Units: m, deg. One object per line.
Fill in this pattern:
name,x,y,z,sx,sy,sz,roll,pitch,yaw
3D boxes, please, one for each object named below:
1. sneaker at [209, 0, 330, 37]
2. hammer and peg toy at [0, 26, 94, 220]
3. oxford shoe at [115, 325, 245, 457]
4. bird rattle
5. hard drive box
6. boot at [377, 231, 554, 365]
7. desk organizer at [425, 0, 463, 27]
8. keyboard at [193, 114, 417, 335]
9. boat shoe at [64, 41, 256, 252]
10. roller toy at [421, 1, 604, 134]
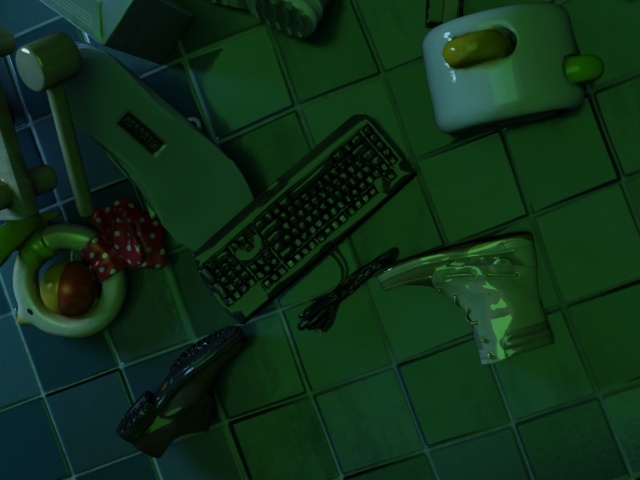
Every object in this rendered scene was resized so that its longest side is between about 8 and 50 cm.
sneaker,-0.100,-0.378,1.585,0.281,0.105,0.115,33,65,11
hammer and peg toy,-0.438,-0.140,1.481,0.361,0.127,0.266,2,111,43
oxford shoe,-0.175,0.212,1.629,0.096,0.083,0.227,42,100,-14
bird rattle,-0.342,0.035,1.644,0.253,0.143,0.207,5,105,-3
hard drive box,-0.290,-0.327,1.536,0.181,0.232,0.089,36,98,6
boot,0.192,0.087,1.547,0.213,0.077,0.165,-13,92,8
desk organizer,0.164,-0.348,1.546,0.050,0.047,0.130,3,93,13
keyboard,0.000,0.000,1.576,0.317,0.033,0.201,-41,99,3
boat shoe,-0.230,-0.128,1.590,0.136,0.156,0.367,-45,114,5
roller toy,0.225,-0.219,1.465,0.209,0.191,0.146,-11,89,-22
